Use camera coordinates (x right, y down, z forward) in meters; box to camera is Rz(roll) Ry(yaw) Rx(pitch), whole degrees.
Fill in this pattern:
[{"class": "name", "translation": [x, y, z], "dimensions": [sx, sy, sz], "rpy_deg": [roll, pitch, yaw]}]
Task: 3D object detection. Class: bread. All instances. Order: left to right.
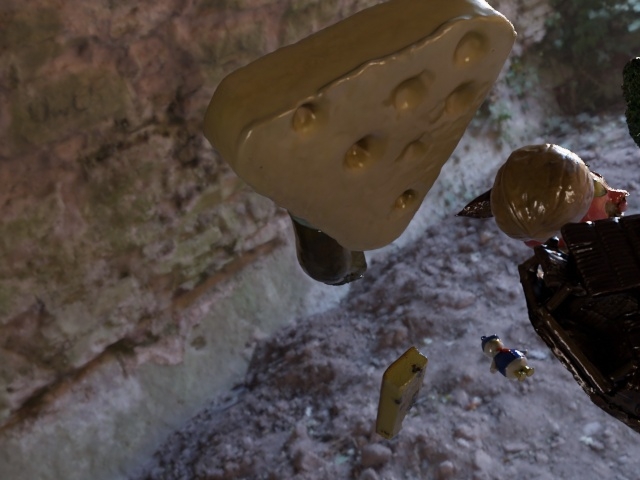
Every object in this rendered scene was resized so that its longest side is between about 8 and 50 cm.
[{"class": "bread", "translation": [0.146, 0.286, 1.378], "dimensions": [0.049, 0.226, 0.088], "rpy_deg": [36, 60, 24]}]

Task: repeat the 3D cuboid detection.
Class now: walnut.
[{"class": "walnut", "translation": [0.479, -0.098, 1.639], "dimensions": [0.228, 0.228, 0.228], "rpy_deg": [-23, 12, 5]}]

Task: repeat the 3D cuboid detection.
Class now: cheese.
[{"class": "cheese", "translation": [0.078, -0.166, 0.928], "dimensions": [0.384, 0.104, 0.384], "rpy_deg": [-26, -33, -18]}]

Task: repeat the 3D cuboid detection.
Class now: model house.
[{"class": "model house", "translation": [0.545, 0.117, 1.304], "dimensions": [0.282, 0.297, 0.317], "rpy_deg": [-49, 29, 41]}]

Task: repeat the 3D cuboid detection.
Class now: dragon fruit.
[{"class": "dragon fruit", "translation": [0.737, -0.082, 2.155], "dimensions": [0.226, 0.305, 0.305], "rpy_deg": [20, 40, 39]}]

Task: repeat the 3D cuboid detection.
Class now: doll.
[{"class": "doll", "translation": [0.381, 0.241, 1.562], "dimensions": [0.099, 0.057, 0.143], "rpy_deg": [-21, 37, -19]}]

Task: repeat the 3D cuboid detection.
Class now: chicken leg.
[{"class": "chicken leg", "translation": [0.480, -0.113, 2.047], "dimensions": [0.234, 0.105, 0.063], "rpy_deg": [-37, 40, 44]}]

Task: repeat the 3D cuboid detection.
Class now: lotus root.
[{"class": "lotus root", "translation": [-0.003, 0.003, 1.971], "dimensions": [0.149, 0.260, 0.267], "rpy_deg": [-23, 41, -14]}]

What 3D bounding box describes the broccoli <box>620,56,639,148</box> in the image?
[{"class": "broccoli", "translation": [0.614, -0.223, 1.146], "dimensions": [0.275, 0.308, 0.308], "rpy_deg": [-29, 12, -4]}]
